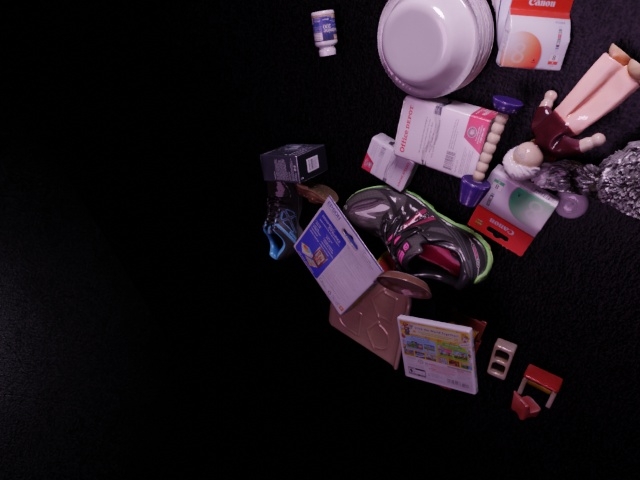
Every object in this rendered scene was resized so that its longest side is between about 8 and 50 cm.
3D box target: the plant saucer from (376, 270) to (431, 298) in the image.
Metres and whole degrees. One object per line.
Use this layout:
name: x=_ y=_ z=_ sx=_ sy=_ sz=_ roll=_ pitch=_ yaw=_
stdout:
plant saucer: x=0.248 y=0.128 z=1.486 sx=0.168 sy=0.029 sz=0.168 roll=18 pitch=162 yaw=6

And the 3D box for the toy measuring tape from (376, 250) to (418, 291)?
toy measuring tape: x=0.203 y=0.057 z=1.653 sx=0.330 sy=0.121 sz=0.121 roll=33 pitch=132 yaw=41

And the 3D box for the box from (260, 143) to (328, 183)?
box: x=-0.087 y=-0.257 z=1.666 sx=0.158 sy=0.156 sz=0.093 roll=8 pitch=117 yaw=36

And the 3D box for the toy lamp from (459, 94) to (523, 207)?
toy lamp: x=0.406 y=-0.209 z=1.233 sx=0.080 sy=0.080 sz=0.275 roll=27 pitch=125 yaw=25

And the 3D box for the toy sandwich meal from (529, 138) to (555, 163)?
toy sandwich meal: x=0.550 y=-0.220 z=1.267 sx=0.085 sy=0.029 sz=0.086 roll=18 pitch=123 yaw=30

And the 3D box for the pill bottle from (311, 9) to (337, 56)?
pill bottle: x=0.013 y=-0.600 z=1.464 sx=0.067 sy=0.067 sz=0.120 roll=8 pitch=118 yaw=35

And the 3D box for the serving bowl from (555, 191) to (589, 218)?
serving bowl: x=0.630 y=-0.091 z=1.274 sx=0.083 sy=0.027 sz=0.083 roll=17 pitch=122 yaw=30

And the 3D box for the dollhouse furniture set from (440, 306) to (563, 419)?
dollhouse furniture set: x=0.510 y=0.375 z=1.500 sx=0.374 sy=0.201 sz=0.152 roll=23 pitch=125 yaw=29

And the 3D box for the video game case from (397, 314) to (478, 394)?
video game case: x=0.336 y=0.326 z=1.458 sx=0.226 sy=0.026 sz=0.207 roll=5 pitch=115 yaw=40

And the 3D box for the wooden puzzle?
wooden puzzle: x=0.174 y=0.236 z=1.763 sx=0.347 sy=0.080 sz=0.322 roll=32 pitch=133 yaw=35

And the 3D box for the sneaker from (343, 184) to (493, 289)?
sneaker: x=0.264 y=-0.016 z=1.485 sx=0.482 sy=0.202 sz=0.185 roll=27 pitch=127 yaw=25

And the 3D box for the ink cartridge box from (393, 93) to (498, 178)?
ink cartridge box: x=0.334 y=-0.284 z=1.356 sx=0.237 sy=0.100 sz=0.172 roll=25 pitch=126 yaw=25

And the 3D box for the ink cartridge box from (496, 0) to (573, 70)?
ink cartridge box: x=0.487 y=-0.475 z=1.120 sx=0.145 sy=0.045 sz=0.179 roll=2 pitch=125 yaw=-6

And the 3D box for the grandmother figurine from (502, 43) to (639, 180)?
grandmother figurine: x=0.555 y=-0.272 z=1.146 sx=0.104 sy=0.208 sz=0.342 roll=25 pitch=125 yaw=-24

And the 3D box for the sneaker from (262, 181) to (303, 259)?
sneaker: x=-0.140 y=-0.092 z=1.810 sx=0.125 sy=0.139 sz=0.341 roll=5 pitch=115 yaw=39

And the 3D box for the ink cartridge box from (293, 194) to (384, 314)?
ink cartridge box: x=0.067 y=0.050 z=1.667 sx=0.304 sy=0.072 sz=0.307 roll=56 pitch=138 yaw=16

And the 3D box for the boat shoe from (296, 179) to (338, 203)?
boat shoe: x=-0.010 y=-0.157 z=1.729 sx=0.178 sy=0.064 sz=0.060 roll=30 pitch=134 yaw=31

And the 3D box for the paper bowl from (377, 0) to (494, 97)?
paper bowl: x=0.267 y=-0.498 z=1.252 sx=0.284 sy=0.148 sz=0.284 roll=23 pitch=129 yaw=33

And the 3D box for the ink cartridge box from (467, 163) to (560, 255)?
ink cartridge box: x=0.502 y=-0.067 z=1.353 sx=0.181 sy=0.056 sz=0.225 roll=35 pitch=137 yaw=20

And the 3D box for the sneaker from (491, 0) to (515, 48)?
sneaker: x=0.430 y=-0.561 z=1.154 sx=0.091 sy=0.094 sz=0.258 roll=-132 pitch=29 yaw=-54

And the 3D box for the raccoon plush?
raccoon plush: x=0.681 y=-0.213 z=1.061 sx=0.446 sy=0.216 sz=0.299 roll=16 pitch=114 yaw=32

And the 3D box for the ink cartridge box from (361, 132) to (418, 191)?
ink cartridge box: x=0.212 y=-0.234 z=1.505 sx=0.150 sy=0.063 sz=0.109 roll=35 pitch=130 yaw=18
